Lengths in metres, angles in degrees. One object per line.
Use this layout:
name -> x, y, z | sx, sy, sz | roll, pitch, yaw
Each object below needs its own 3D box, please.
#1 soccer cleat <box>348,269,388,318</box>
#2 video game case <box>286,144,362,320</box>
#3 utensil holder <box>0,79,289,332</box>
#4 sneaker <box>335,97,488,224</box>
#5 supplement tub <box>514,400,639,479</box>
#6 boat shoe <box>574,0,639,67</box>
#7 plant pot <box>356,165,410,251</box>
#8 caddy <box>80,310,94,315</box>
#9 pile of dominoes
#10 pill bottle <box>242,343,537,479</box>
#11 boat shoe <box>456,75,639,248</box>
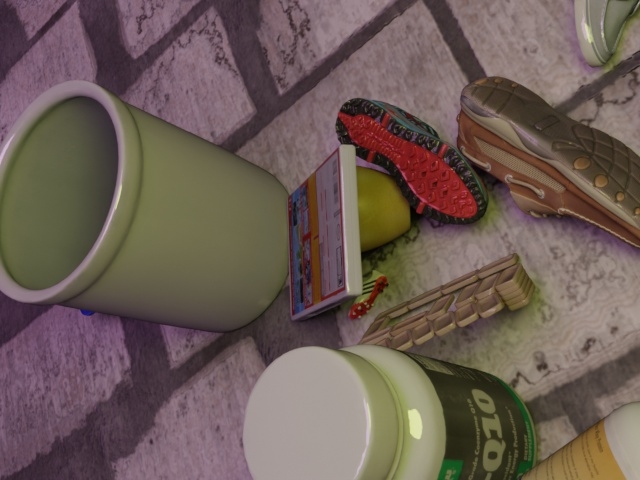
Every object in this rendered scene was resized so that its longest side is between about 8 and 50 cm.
soccer cleat -> 0.068, 0.081, 1.287 | 0.083, 0.029, 0.035 | -53, 43, 9
video game case -> 0.000, 0.000, 1.248 | 0.285, 0.025, 0.204 | 145, 124, -69
utensil holder -> -0.269, -0.031, 1.350 | 0.328, 0.385, 0.327 | -12, 70, 36
sneaker -> 0.150, -0.125, 1.222 | 0.262, 0.125, 0.104 | 44, 124, 24
supplement tub -> 0.320, 0.312, 0.891 | 0.316, 0.228, 0.228 | -43, 55, 21
boat shoe -> 0.389, -0.339, 1.124 | 0.081, 0.079, 0.227 | -1, 73, 42
plant pot -> 0.083, -0.047, 1.259 | 0.095, 0.134, 0.134 | -2, 73, 4
caddy -> -0.428, -0.032, 1.616 | 0.241, 0.179, 0.341 | 7, 81, 63
pile of dominoes -> 0.158, 0.107, 1.132 | 0.251, 0.196, 0.040 | -28, 98, 29
pill bottle -> 0.090, 0.232, 1.007 | 0.204, 0.361, 0.204 | -12, 70, 36
boat shoe -> 0.305, -0.088, 1.110 | 0.324, 0.123, 0.116 | 44, 139, 30
